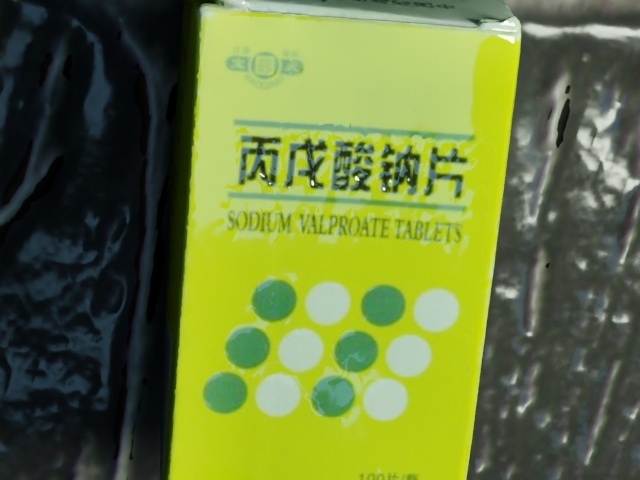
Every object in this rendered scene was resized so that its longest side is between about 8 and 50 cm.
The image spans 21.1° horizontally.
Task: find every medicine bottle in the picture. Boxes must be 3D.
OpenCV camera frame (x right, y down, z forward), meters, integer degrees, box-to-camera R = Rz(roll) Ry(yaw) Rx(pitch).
[{"bbox_3d":[0.000,0.000,0.771,0.137,0.141,0.250,4,109,-5],"label":"medicine bottle"}]
